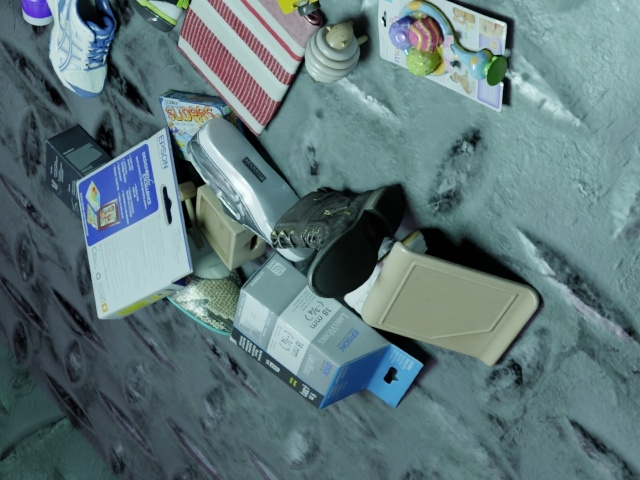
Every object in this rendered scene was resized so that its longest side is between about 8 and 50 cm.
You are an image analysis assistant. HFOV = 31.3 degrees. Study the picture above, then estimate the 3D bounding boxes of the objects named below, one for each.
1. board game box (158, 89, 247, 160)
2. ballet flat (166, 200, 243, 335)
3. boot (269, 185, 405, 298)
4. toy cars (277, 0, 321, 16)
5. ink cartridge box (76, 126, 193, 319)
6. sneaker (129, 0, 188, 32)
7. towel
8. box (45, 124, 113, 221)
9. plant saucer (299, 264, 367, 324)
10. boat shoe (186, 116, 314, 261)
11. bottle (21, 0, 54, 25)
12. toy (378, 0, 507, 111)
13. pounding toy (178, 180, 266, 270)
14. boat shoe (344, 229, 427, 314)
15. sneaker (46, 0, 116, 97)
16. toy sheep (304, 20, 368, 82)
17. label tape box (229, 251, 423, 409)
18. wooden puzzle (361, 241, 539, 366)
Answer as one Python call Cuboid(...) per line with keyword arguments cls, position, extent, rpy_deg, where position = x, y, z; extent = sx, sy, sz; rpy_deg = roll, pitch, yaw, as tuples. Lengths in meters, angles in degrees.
Cuboid(cls="board game box", position=(-0.217, -0.208, 2.152), extent=(0.201, 0.035, 0.136), rpy_deg=(14, 129, 46))
Cuboid(cls="ballet flat", position=(-0.312, 0.000, 2.369), extent=(0.483, 0.164, 0.182), rpy_deg=(38, 126, 29))
Cuboid(cls="boot", position=(0.000, 0.000, 1.869), extent=(0.229, 0.263, 0.091), rpy_deg=(-2, 126, 45))
Cuboid(cls="toy cars", position=(0.029, -0.467, 1.568), extent=(0.176, 0.087, 0.394), rpy_deg=(37, 140, 18))
Cuboid(cls="ink cartridge box", position=(-0.357, -0.029, 2.281), extent=(0.307, 0.072, 0.304), rpy_deg=(-23, 71, 36))
Cuboid(cls="sneaker", position=(-0.298, -0.458, 2.020), extent=(0.097, 0.084, 0.235), rpy_deg=(-50, 56, 13))
Cuboid(cls="towel", position=(-0.125, -0.347, 1.913), extent=(0.237, 0.037, 0.329), rpy_deg=(49, 148, 9))
Cuboid(cls="box", position=(-0.536, -0.146, 2.566), extent=(0.158, 0.093, 0.156), rpy_deg=(43, 145, 18))
Cuboid(cls="plant saucer", position=(0.009, 0.140, 2.166), extent=(0.195, 0.037, 0.195), rpy_deg=(34, 142, 32))
Cuboid(cls="boat shoe", position=(-0.131, -0.077, 2.057), extent=(0.301, 0.108, 0.102), rpy_deg=(50, 132, -4))
Cuboid(cls="bottle", position=(-0.554, -0.550, 2.235), extent=(0.118, 0.092, 0.283), rpy_deg=(46, 147, 24))
Cuboid(cls="toy", position=(0.153, -0.272, 1.599), extent=(0.237, 0.056, 0.137), rpy_deg=(29, 137, 35))
Cuboid(cls="pounding toy", position=(-0.191, -0.051, 2.213), extent=(0.206, 0.094, 0.181), rpy_deg=(50, 152, 24))
Cuboid(cls="boat shoe", position=(0.128, 0.070, 1.902), extent=(0.096, 0.098, 0.277), rpy_deg=(50, 155, 7))
Cuboid(cls="sneaker", position=(-0.459, -0.398, 2.230), extent=(0.131, 0.112, 0.296), rpy_deg=(28, 139, 35))
Cuboid(cls="toy sheep", position=(0.018, -0.283, 1.733), extent=(0.091, 0.091, 0.132), rpy_deg=(47, 146, 14))
Cuboid(cls="label tape box", position=(0.001, 0.202, 2.085), extent=(0.333, 0.106, 0.241), rpy_deg=(37, 153, 10))
Cuboid(cls="wooden puzzle", position=(0.202, 0.099, 1.812), extent=(0.238, 0.044, 0.221), rpy_deg=(21, 143, -2))
